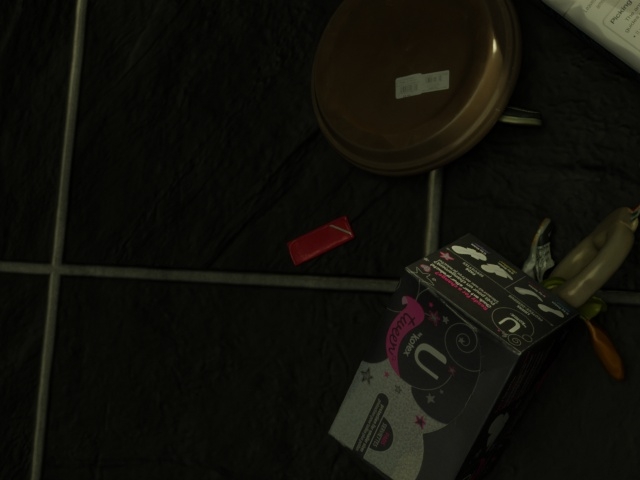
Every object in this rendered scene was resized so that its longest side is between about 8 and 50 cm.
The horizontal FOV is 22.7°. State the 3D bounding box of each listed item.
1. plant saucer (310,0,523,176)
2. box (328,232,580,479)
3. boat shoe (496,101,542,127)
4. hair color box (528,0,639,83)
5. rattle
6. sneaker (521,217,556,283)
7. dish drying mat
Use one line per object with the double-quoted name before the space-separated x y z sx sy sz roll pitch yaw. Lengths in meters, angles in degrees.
"plant saucer" 0.103 -0.211 1.878 0.278 0.041 0.277 -10 70 28
"box" 0.140 0.146 1.742 0.163 0.142 0.247 37 123 20
"boat shoe" 0.189 -0.165 1.865 0.152 0.056 0.049 15 93 21
"hair color box" 0.353 -0.293 1.797 0.347 0.105 0.174 41 97 20
"rattle" 0.348 0.031 1.776 0.143 0.130 0.199 40 70 9
"sneaker" 0.256 0.016 1.833 0.037 0.032 0.083 19 94 8
"dish drying mat" 0.000 0.000 1.935 0.083 0.008 0.032 -25 76 15
